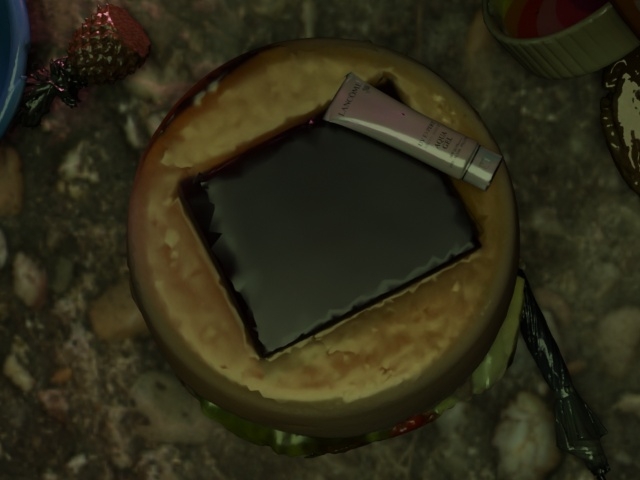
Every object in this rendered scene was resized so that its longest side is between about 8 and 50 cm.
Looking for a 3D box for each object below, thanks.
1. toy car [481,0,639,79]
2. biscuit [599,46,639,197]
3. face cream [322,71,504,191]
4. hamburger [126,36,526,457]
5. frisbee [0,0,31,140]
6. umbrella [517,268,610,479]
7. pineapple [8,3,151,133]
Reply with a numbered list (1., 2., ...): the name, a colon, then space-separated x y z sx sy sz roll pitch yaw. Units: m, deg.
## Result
1. toy car: 0.207 -0.203 0.822 0.235 0.235 0.145 -46 124 8
2. biscuit: 0.308 -0.103 0.878 0.226 0.042 0.226 1 95 9
3. face cream: 0.058 -0.066 0.770 0.115 0.020 0.038 27 73 7
4. hamburger: 0.000 0.000 0.860 0.302 0.170 0.302 0 82 2
5. frisbee: -0.333 -0.144 0.953 0.242 0.045 0.242 -1 86 12
6. umbrella: 0.175 0.097 0.919 0.044 0.044 0.269 -25 81 34
7. pineapple: -0.190 -0.127 0.942 0.124 0.058 0.058 -32 89 22
